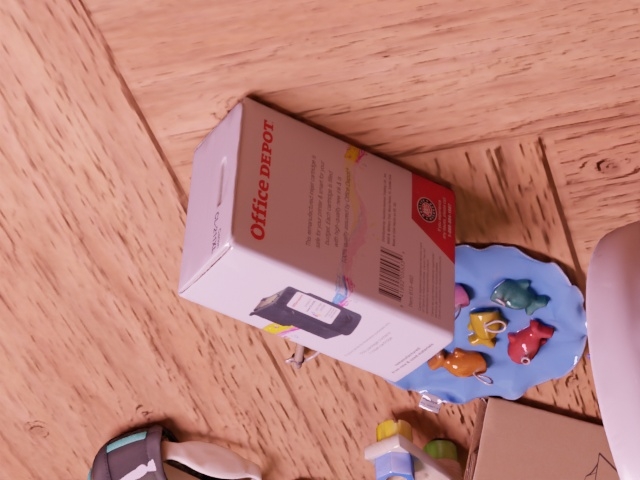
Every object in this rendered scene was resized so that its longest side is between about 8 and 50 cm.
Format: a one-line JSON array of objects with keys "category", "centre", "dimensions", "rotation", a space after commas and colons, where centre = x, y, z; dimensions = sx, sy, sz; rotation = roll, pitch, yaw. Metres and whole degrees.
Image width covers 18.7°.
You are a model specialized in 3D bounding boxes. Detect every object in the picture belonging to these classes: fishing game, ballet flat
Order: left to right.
[{"category": "ballet flat", "centre": [-0.064, 0.235, 1.630], "dimensions": [0.280, 0.095, 0.096], "rotation": [32, 121, -33]}, {"category": "fishing game", "centre": [0.111, 0.073, 1.458], "dimensions": [0.264, 0.041, 0.189], "rotation": [5, 139, -5]}]

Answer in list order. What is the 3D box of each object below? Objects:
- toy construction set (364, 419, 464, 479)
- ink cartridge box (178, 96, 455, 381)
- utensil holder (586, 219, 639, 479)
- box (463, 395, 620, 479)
[{"category": "toy construction set", "centre": [0.142, 0.276, 1.641], "dimensions": [0.328, 0.151, 0.215], "rotation": [27, 136, -13]}, {"category": "ink cartridge box", "centre": [0.000, 0.000, 1.296], "dimensions": [0.175, 0.127, 0.072], "rotation": [23, 139, -24]}, {"category": "utensil holder", "centre": [0.410, 0.077, 1.232], "dimensions": [0.385, 0.327, 0.327], "rotation": [-23, 135, 24]}, {"category": "box", "centre": [0.204, 0.225, 1.556], "dimensions": [0.201, 0.164, 0.021], "rotation": [16, 167, -18]}]
